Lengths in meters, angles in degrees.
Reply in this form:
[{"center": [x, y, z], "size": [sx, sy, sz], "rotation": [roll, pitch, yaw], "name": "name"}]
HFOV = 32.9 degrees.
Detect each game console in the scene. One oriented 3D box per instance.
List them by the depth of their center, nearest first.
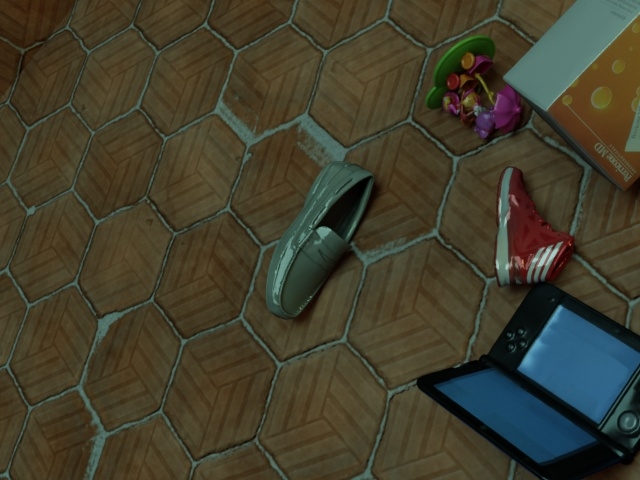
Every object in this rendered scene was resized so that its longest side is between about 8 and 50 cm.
[{"center": [0.339, 0.201, 1.607], "size": [0.293, 0.173, 0.250], "rotation": [34, 91, 41], "name": "game console"}]

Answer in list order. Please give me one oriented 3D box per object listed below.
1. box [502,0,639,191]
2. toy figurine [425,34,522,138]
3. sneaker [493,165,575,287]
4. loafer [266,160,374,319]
[{"center": [0.495, -0.287, 1.668], "size": [0.345, 0.215, 0.168], "rotation": [-47, 28, 10], "name": "box"}, {"center": [0.282, -0.246, 1.915], "size": [0.173, 0.130, 0.159], "rotation": [-53, 55, 33], "name": "toy figurine"}, {"center": [0.355, -0.022, 1.782], "size": [0.128, 0.087, 0.221], "rotation": [0, 65, 15], "name": "sneaker"}, {"center": [0.000, 0.000, 1.992], "size": [0.111, 0.112, 0.320], "rotation": [14, 77, 48], "name": "loafer"}]
